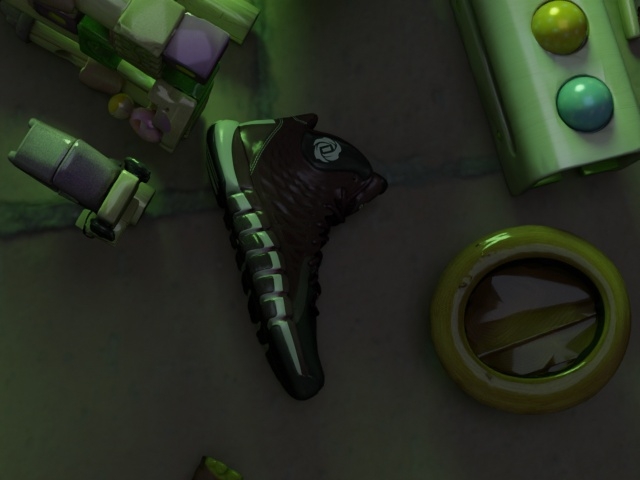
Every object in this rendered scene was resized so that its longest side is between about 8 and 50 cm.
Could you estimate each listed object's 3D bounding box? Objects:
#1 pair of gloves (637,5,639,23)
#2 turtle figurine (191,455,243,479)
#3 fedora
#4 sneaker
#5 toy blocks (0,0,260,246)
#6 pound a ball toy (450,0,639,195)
[{"bbox_3d":[0.381,-0.261,1.213,0.074,0.010,0.083,12,79,-4],"label":"pair of gloves"},{"bbox_3d":[-0.114,0.320,1.012,0.269,0.087,0.217,34,70,10],"label":"turtle figurine"},{"bbox_3d":[0.201,0.079,1.095,0.194,0.079,0.194,0,81,0],"label":"fedora"},{"bbox_3d":[0.000,0.000,1.077,0.162,0.106,0.281,-15,81,-12],"label":"sneaker"},{"bbox_3d":[-0.219,-0.186,0.996,0.260,0.288,0.309,30,80,-6],"label":"toy blocks"},{"bbox_3d":[0.256,-0.229,1.130,0.208,0.136,0.319,-14,82,-8],"label":"pound a ball toy"}]
